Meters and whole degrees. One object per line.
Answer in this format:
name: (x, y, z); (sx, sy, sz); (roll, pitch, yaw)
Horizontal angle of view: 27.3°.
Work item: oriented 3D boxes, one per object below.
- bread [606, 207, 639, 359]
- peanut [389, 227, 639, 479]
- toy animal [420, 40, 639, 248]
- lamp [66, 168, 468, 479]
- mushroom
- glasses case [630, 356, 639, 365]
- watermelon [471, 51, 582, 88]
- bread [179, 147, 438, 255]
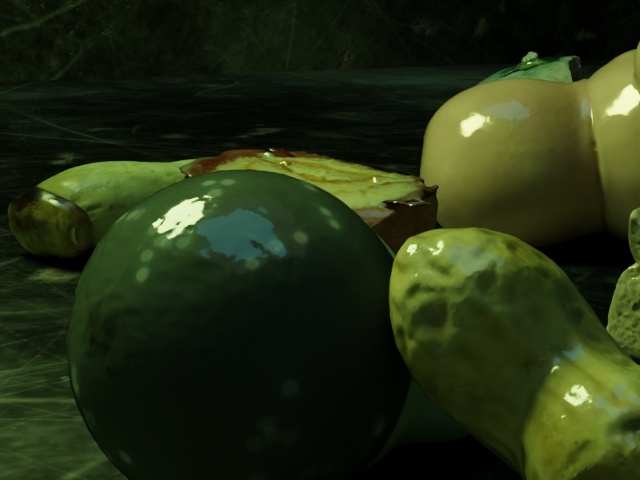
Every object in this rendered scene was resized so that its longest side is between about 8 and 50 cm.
bread: (0.274, 0.046, 0.885); (0.152, 0.105, 0.077); (19, 15, 33)
peanut: (0.117, 0.081, 0.605); (0.098, 0.103, 0.229); (-28, 57, -28)
toy animal: (0.264, -0.086, 1.311); (0.326, 0.237, 0.269); (-10, 7, -25)
lamp: (0.004, 0.045, 0.738); (0.182, 0.182, 0.314); (12, 15, 41)
mushroom: (-0.169, -0.041, 1.332); (0.107, 0.087, 0.333); (9, 13, 36)
glasses case: (0.205, 0.093, 0.895); (0.033, 0.023, 0.083); (13, 7, -9)
watermelon: (0.221, -0.140, 1.592); (0.188, 0.175, 0.322); (2, 12, -2)
bread: (-0.009, 0.002, 1.059); (0.190, 0.123, 0.244); (-12, 18, -41)
